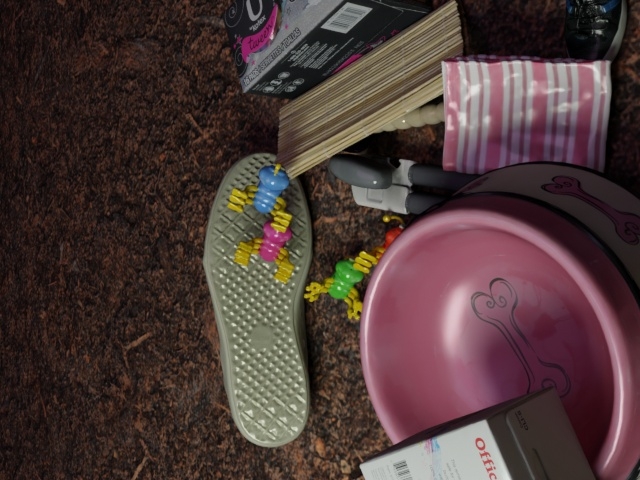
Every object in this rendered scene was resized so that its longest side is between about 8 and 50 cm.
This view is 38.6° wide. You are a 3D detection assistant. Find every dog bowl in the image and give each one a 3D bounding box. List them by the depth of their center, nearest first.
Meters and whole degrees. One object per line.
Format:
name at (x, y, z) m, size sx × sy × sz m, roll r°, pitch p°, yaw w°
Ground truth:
dog bowl at (0.214, 0.121, 1.012) m, size 0.408 × 0.150 × 0.408 m, roll 11°, pitch 106°, yaw 43°

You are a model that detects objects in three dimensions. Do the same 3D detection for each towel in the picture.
towel at (0.233, -0.140, 1.057) m, size 0.197 × 0.029 × 0.144 m, roll 8°, pitch 113°, yaw 29°

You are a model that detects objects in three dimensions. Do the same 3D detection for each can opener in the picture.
can opener at (0.130, -0.064, 1.197) m, size 0.280 × 0.093 × 0.074 m, roll 14°, pitch 105°, yaw 42°

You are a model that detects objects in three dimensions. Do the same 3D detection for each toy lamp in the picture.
toy lamp at (0.100, -0.162, 1.236) m, size 0.274 × 0.080 × 0.080 m, roll 1°, pitch 91°, yaw 46°

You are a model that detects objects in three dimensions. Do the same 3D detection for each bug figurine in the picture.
bug figurine at (0.000, 0.000, 1.276) m, size 0.216 × 0.279 × 0.072 m, roll -58°, pitch 8°, yaw 51°

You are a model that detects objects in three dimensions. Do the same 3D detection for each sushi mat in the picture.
sushi mat at (0.062, -0.198, 1.224) m, size 0.316 × 0.019 × 0.151 m, roll -27°, pitch 43°, yaw 31°

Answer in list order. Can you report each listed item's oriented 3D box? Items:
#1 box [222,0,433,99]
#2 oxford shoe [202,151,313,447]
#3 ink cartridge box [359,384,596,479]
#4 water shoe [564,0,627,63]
box at (0.002, -0.319, 1.275) m, size 0.247 × 0.163 × 0.142 m, roll -35°, pitch 64°, yaw 43°
oxford shoe at (-0.093, 0.089, 1.414) m, size 0.130 × 0.169 × 0.449 m, roll 130°, pitch 136°, yaw -82°
ink cartridge box at (0.158, 0.238, 0.895) m, size 0.176 × 0.127 × 0.128 m, roll -31°, pitch 77°, yaw 43°
water shoe at (0.293, -0.288, 1.010) m, size 0.073 × 0.080 × 0.203 m, roll 12°, pitch 100°, yaw 48°
